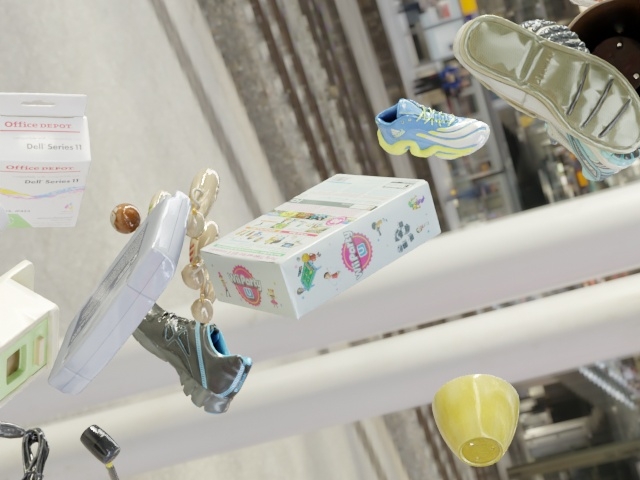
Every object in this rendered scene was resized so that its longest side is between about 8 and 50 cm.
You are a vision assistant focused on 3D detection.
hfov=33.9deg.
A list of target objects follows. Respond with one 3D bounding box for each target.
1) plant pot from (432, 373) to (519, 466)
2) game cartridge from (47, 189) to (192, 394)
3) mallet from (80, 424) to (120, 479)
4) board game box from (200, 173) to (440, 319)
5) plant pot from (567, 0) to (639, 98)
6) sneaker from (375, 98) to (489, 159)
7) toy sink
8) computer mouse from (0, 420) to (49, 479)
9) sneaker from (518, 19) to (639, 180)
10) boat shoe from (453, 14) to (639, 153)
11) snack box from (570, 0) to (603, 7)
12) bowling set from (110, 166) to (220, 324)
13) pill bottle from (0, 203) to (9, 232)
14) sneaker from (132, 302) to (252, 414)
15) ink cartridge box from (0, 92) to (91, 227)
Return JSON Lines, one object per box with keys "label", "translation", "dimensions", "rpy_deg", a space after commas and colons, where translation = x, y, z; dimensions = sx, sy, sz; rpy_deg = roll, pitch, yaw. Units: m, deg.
{"label": "plant pot", "translation": [0.237, 0.282, 1.587], "dimensions": [0.095, 0.134, 0.134], "rpy_deg": [-86, 159, -52]}
{"label": "game cartridge", "translation": [-0.284, 0.081, 1.493], "dimensions": [0.060, 0.294, 0.196], "rpy_deg": [34, 28, -13]}
{"label": "mallet", "translation": [-0.339, 0.365, 1.706], "dimensions": [0.062, 0.039, 0.190], "rpy_deg": [34, -28, 28]}
{"label": "board game box", "translation": [0.000, 0.000, 1.642], "dimensions": [0.224, 0.303, 0.097], "rpy_deg": [8, -59, 53]}
{"label": "plant pot", "translation": [0.501, -0.292, 1.756], "dimensions": [0.230, 0.215, 0.215], "rpy_deg": [-37, 111, -74]}
{"label": "sneaker", "translation": [0.218, -0.230, 2.152], "dimensions": [0.126, 0.240, 0.091], "rpy_deg": [50, 44, -49]}
{"label": "toy sink", "translation": [-0.546, 0.170, 1.858], "dimensions": [0.234, 0.131, 0.153], "rpy_deg": [-45, 155, -49]}
{"label": "computer mouse", "translation": [-0.515, 0.317, 1.490], "dimensions": [0.184, 0.262, 0.060], "rpy_deg": [-93, -174, -50]}
{"label": "sneaker", "translation": [0.373, -0.211, 1.623], "dimensions": [0.283, 0.110, 0.122], "rpy_deg": [61, -27, 17]}
{"label": "boat shoe", "translation": [0.328, -0.226, 1.500], "dimensions": [0.302, 0.113, 0.103], "rpy_deg": [32, 3, -7]}
{"label": "snack box", "translation": [0.518, -0.401, 1.808], "dimensions": [0.064, 0.178, 0.022], "rpy_deg": [-7, 114, -70]}
{"label": "bowling set", "translation": [-0.268, 0.016, 1.782], "dimensions": [0.154, 0.200, 0.287], "rpy_deg": [-80, 170, -50]}
{"label": "pill bottle", "translation": [-0.613, 0.030, 1.653], "dimensions": [0.264, 0.146, 0.146], "rpy_deg": [-52, 136, -33]}
{"label": "sneaker", "translation": [-0.276, 0.206, 2.190], "dimensions": [0.341, 0.140, 0.125], "rpy_deg": [41, 9, 24]}
{"label": "ink cartridge box", "translation": [-0.596, -0.159, 2.194], "dimensions": [0.353, 0.207, 0.119], "rpy_deg": [122, -39, -56]}
